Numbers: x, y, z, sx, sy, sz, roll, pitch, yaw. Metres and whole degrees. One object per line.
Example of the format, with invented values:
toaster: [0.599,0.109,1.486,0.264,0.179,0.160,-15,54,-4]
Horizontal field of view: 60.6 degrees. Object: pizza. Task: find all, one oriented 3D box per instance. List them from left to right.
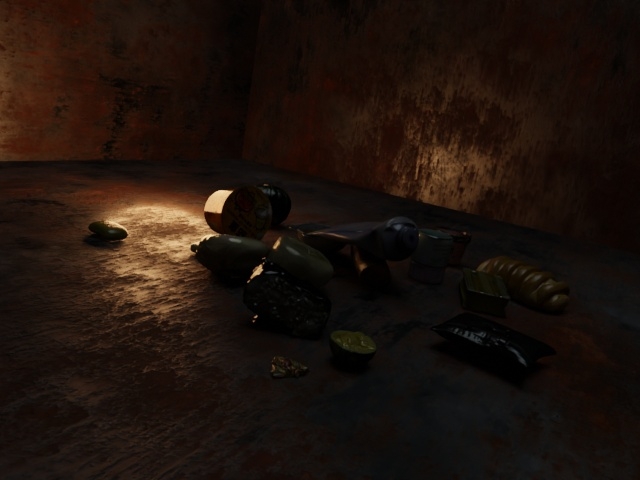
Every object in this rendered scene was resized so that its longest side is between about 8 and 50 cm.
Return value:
pizza: [-0.069,0.253,1.098,0.083,0.025,0.078,16,13,21]

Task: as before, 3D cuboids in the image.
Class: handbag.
handbag: [0.419,0.245,1.336,0.254,0.088,0.211,19,11,36]

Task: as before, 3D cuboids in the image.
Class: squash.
squash: [-0.230,-0.148,2.275,0.218,0.172,0.218,3,12,-1]

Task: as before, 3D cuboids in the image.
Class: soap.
soap: [-0.689,-0.034,1.778,0.140,0.045,0.089,19,21,34]
soap: [0.518,0.164,1.749,0.135,0.076,0.233,12,15,7]

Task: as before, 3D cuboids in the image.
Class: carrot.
carrot: [0.164,0.071,1.817,0.114,0.114,0.302,9,18,-5]

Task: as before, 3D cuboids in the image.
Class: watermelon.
watermelon: [0.065,0.236,1.180,0.106,0.062,0.105,16,15,-5]

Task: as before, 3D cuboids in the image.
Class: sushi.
sushi: [-0.082,0.150,1.307,0.213,0.147,0.115,26,7,-6]

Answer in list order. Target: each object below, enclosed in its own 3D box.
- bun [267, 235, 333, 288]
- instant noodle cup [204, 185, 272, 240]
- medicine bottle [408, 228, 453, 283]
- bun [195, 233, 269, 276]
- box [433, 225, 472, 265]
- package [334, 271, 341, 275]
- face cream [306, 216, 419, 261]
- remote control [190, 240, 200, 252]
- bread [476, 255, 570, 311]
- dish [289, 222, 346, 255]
bun: [-0.063,0.079,1.592,0.193,0.127,0.178,27,12,-11]
instant noodle cup: [-0.309,-0.097,1.985,0.216,0.215,0.172,-3,9,-41]
medicine bottle: [0.379,0.054,1.897,0.135,0.168,0.135,10,13,-2]
bun: [-0.256,0.047,1.600,0.210,0.116,0.237,4,-9,10]
box: [0.509,0.024,2.178,0.151,0.135,0.151,12,15,-3]
package: [0.011,0.095,1.762,0.077,0.032,0.111,9,5,39]
face cream: [0.160,-0.018,1.788,0.235,0.137,0.420,-13,12,-30]
remote control: [-0.356,0.031,1.768,0.122,0.032,0.074,15,15,17]
bread: [0.701,0.140,1.873,0.173,0.121,0.311,-1,19,-40]
dish: [0.000,0.000,2.026,0.237,0.086,0.228,-1,17,-37]
